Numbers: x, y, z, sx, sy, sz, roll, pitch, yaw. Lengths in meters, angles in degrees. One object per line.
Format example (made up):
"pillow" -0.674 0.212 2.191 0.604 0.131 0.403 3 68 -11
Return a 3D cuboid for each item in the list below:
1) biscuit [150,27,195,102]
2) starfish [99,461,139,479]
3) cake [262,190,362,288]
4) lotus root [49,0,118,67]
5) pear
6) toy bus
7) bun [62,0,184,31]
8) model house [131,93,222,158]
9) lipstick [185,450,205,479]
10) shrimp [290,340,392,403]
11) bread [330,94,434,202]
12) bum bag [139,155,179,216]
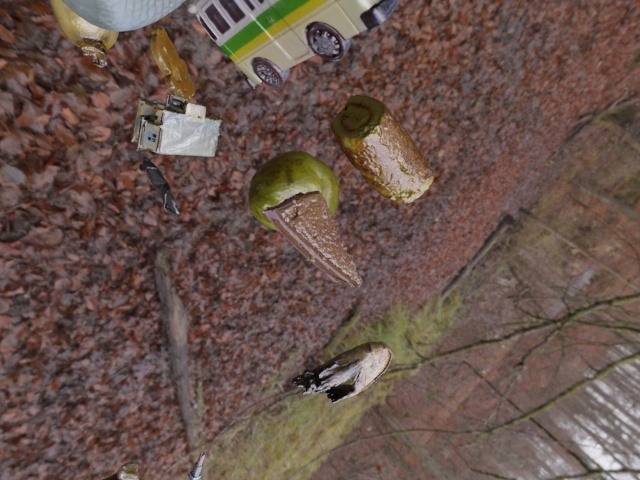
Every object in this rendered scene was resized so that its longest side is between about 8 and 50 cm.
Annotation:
"biscuit" -0.506 -0.587 1.434 0.035 0.184 0.248 -11 136 11
"starfish" -0.183 0.123 0.135 0.113 0.303 0.312 -47 149 17
"cake" 0.000 0.000 0.982 0.112 0.116 0.295 -49 119 -22
"lotus root" -0.594 -0.596 1.051 0.152 0.342 0.169 -10 -177 -3
"pear" -0.111 -0.201 1.790 0.414 0.352 0.351 -1 130 -34
"toy bus" -0.036 -0.338 0.558 0.179 0.306 0.143 40 70 -32
"bun" -0.272 -0.495 0.625 0.354 0.194 0.354 -46 -168 12
"model house" -0.460 -0.347 1.261 0.271 0.207 0.177 -19 126 -60
"lipstick" -0.282 0.526 0.959 0.025 0.025 0.107 14 101 -50
"shrimp" 0.063 0.365 1.130 0.290 0.075 0.177 -21 127 -27
"bread" 0.103 -0.150 0.715 0.103 0.132 0.172 -45 128 3
"bum bag" -0.468 -0.158 1.222 0.049 0.197 0.087 -31 179 -26
